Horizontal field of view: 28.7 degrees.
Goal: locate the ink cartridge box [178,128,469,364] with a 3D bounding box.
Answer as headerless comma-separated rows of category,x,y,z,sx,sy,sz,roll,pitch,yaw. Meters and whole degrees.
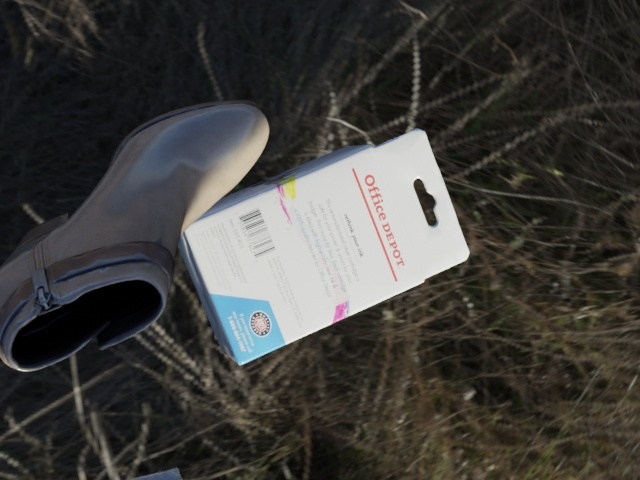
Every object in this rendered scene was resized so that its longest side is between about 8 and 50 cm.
ink cartridge box,0.000,0.000,0.872,0.181,0.061,0.104,-23,99,-13

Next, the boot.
boot,-0.062,0.000,0.426,0.118,0.087,0.042,-34,116,2

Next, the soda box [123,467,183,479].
soda box,-0.059,0.235,0.438,0.091,0.098,0.286,-13,66,-5
